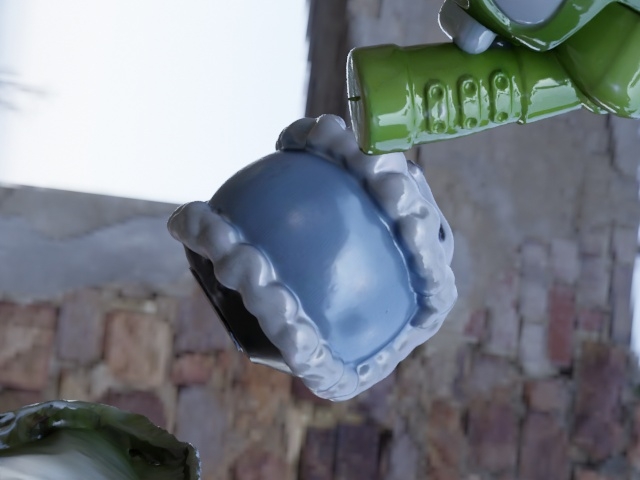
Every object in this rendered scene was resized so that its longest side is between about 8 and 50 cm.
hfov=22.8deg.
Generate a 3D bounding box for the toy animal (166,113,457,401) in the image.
[{"bbox_3d":[0.000,0.000,1.218,0.208,0.204,0.156,49,-13,18],"label":"toy animal"}]

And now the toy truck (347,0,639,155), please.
[{"bbox_3d":[0.117,-0.131,0.772,0.148,0.187,0.211,-119,-143,-63],"label":"toy truck"}]

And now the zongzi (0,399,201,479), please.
[{"bbox_3d":[-0.070,0.175,0.224,0.360,0.323,0.160,35,-56,39],"label":"zongzi"}]
